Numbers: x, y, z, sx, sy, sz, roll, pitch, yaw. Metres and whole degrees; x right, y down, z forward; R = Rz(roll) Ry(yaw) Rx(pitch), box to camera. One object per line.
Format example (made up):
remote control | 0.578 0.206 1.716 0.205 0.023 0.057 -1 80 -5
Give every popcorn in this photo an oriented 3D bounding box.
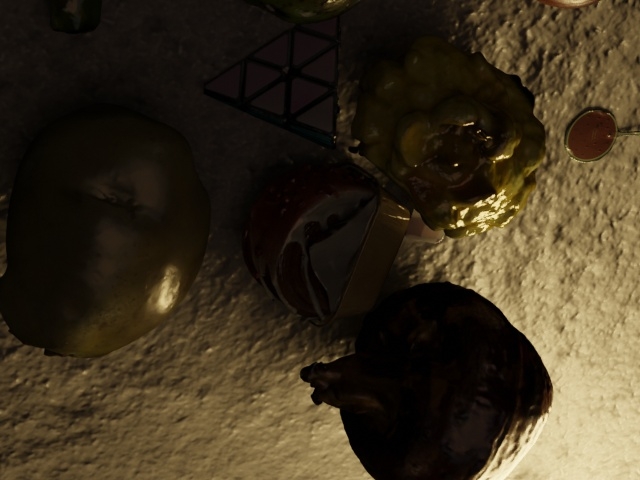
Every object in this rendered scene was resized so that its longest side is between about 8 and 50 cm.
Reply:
popcorn | 0.167 -0.130 1.983 0.215 0.252 0.286 -32 120 31

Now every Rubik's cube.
Rubik's cube | -0.059 -0.217 1.956 0.178 0.211 0.190 5 85 -1

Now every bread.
bread | 0.000 0.000 2.053 0.212 0.142 0.224 11 109 -37

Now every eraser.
eraser | 0.156 -0.050 2.144 0.065 0.026 0.105 8 115 -27

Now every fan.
fan | 0.413 -0.152 2.195 0.133 0.005 0.085 -5 120 -17

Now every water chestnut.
water chestnut | 0.138 0.205 2.109 0.347 0.335 0.335 22 109 -22

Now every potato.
potato | -0.266 -0.009 1.889 0.243 0.221 0.326 2 108 -34

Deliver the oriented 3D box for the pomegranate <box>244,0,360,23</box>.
pomegranate | -0.013 -0.381 1.797 0.214 0.214 0.248 34 79 -33

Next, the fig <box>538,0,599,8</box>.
fig | 0.271 -0.398 1.918 0.250 0.186 0.203 7 100 22

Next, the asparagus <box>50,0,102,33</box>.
asparagus | -0.277 -0.372 1.769 0.067 0.060 0.277 1 118 -10
